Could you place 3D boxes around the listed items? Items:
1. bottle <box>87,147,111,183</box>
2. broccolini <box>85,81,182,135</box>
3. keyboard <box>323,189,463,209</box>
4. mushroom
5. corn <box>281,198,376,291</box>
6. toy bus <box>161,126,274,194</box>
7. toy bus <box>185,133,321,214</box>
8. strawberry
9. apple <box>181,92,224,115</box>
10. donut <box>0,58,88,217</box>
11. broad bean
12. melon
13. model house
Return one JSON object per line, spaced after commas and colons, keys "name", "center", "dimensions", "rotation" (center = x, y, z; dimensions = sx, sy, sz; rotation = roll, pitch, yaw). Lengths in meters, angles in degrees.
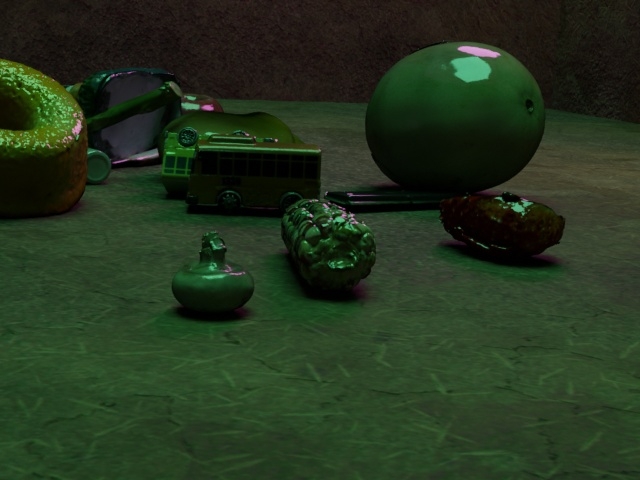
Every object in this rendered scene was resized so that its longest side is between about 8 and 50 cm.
{"name": "bottle", "center": [-0.431, -0.141, 1.939], "dimensions": [0.060, 0.060, 0.217], "rotation": [-4, 13, -34]}
{"name": "broccolini", "center": [-0.429, -0.210, 1.905], "dimensions": [0.392, 0.078, 0.074], "rotation": [-21, -28, 6]}
{"name": "keyboard", "center": [0.123, -0.067, 1.816], "dimensions": [0.230, 0.025, 0.094], "rotation": [-2, 11, -30]}
{"name": "mushroom", "center": [-0.106, 0.031, 1.109], "dimensions": [0.085, 0.079, 0.085], "rotation": [6, 10, -1]}
{"name": "corn", "center": [0.000, 0.000, 1.303], "dimensions": [0.092, 0.092, 0.280], "rotation": [2, 7, -9]}
{"name": "toy bus", "center": [-0.162, -0.119, 1.791], "dimensions": [0.175, 0.101, 0.088], "rotation": [4, -18, 2]}
{"name": "toy bus", "center": [-0.100, -0.099, 1.681], "dimensions": [0.201, 0.114, 0.098], "rotation": [3, 10, -4]}
{"name": "strawberry", "center": [0.234, -0.013, 1.478], "dimensions": [0.121, 0.082, 0.188], "rotation": [20, -11, -39]}
{"name": "apple", "center": [-0.275, -0.245, 2.358], "dimensions": [0.154, 0.119, 0.153], "rotation": [7, 15, -2]}
{"name": "donut", "center": [-0.462, -0.160, 1.602], "dimensions": [0.303, 0.110, 0.303], "rotation": [18, 32, -12]}
{"name": "broad bean", "center": [-0.158, -0.163, 1.986], "dimensions": [0.238, 0.119, 0.291], "rotation": [21, 21, 29]}
{"name": "melon", "center": [0.223, -0.210, 1.943], "dimensions": [0.269, 0.268, 0.330], "rotation": [-8, 1, -45]}
{"name": "model house", "center": [-0.445, -0.238, 2.152], "dimensions": [0.291, 0.184, 0.253], "rotation": [5, 15, 31]}
